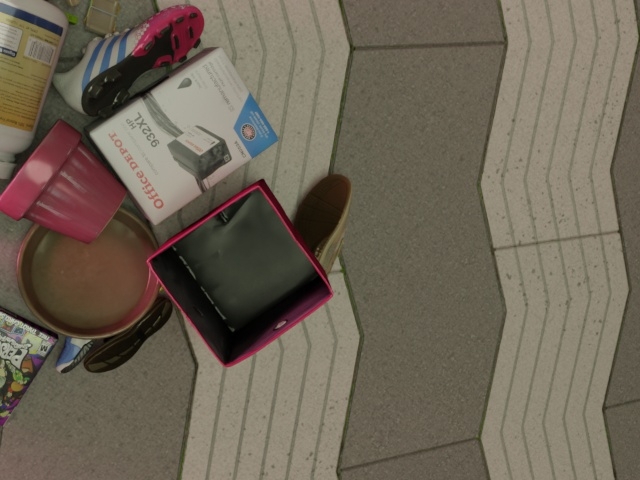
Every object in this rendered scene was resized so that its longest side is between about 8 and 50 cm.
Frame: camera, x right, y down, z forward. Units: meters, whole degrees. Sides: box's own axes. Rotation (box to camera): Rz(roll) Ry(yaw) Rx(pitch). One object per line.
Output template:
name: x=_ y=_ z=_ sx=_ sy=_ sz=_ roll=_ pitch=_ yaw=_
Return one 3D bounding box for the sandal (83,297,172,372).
sandal: x=-0.404 y=0.190 z=1.654 sx=0.219 sy=0.060 sz=0.090 roll=-45 pitch=152 yaw=-22

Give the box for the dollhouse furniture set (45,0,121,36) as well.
dollhouse furniture set: x=-0.467 y=-0.446 z=1.526 sx=0.151 sy=0.058 sz=0.076 roll=13 pitch=88 yaw=-42

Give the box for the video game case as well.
video game case: x=-0.674 y=0.227 z=1.569 sx=0.232 sy=0.042 sz=0.210 roll=33 pitch=89 yaw=-24

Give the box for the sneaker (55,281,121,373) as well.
sneaker: x=-0.485 y=0.169 z=1.620 sx=0.081 sy=0.080 sz=0.211 roll=31 pitch=79 yaw=-18

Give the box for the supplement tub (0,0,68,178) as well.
supplement tub: x=-0.593 y=-0.285 z=1.396 sx=0.228 sy=0.228 sz=0.316 roll=17 pitch=94 yaw=-24

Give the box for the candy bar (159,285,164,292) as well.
candy bar: x=-0.374 y=0.123 z=1.667 sx=0.161 sy=0.040 sz=0.018 roll=-35 pitch=101 yaw=-12

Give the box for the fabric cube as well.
fabric cube: x=-0.150 y=0.054 z=1.571 sx=0.254 sy=0.258 sz=0.259 roll=-34 pitch=97 yaw=1

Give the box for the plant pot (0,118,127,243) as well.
plant pot: x=-0.474 y=-0.095 z=1.492 sx=0.180 sy=0.201 sz=0.201 roll=38 pitch=86 yaw=-19

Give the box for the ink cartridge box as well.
ink cartridge box: x=-0.277 y=-0.210 z=1.589 sx=0.307 sy=0.129 sz=0.223 roll=-36 pitch=112 yaw=-11

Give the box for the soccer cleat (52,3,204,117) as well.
soccer cleat: x=-0.372 y=-0.369 z=1.533 sx=0.331 sy=0.143 sz=0.116 roll=-46 pitch=154 yaw=-27

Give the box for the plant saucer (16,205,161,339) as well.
plant saucer: x=-0.454 y=0.058 z=1.579 sx=0.278 sy=0.041 sz=0.278 roll=3 pitch=80 yaw=-16

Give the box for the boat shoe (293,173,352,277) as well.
boat shoe: x=0.000 y=0.000 z=1.767 sx=0.098 sy=0.109 sz=0.302 roll=15 pitch=96 yaw=-63
